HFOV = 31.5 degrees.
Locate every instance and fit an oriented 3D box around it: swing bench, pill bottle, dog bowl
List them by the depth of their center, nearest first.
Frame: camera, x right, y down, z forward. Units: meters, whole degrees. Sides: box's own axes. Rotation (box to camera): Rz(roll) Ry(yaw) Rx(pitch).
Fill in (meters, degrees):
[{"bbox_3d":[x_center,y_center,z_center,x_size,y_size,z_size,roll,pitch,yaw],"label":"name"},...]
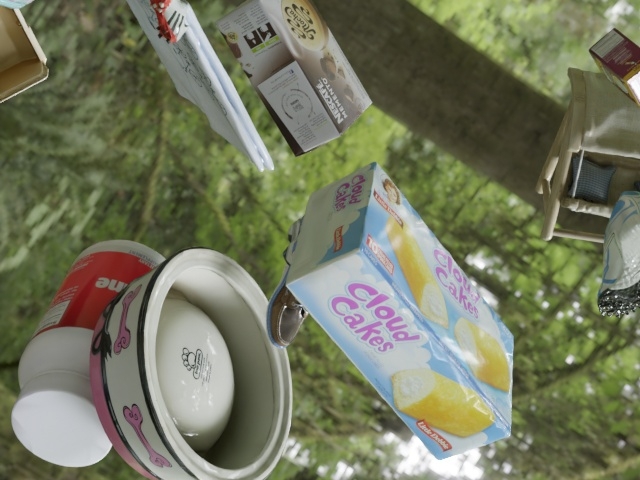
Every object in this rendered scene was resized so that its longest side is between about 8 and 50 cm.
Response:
[{"bbox_3d":[0.507,-0.127,1.849,0.165,0.253,0.254,-83,-179,-53],"label":"swing bench"},{"bbox_3d":[-0.218,0.223,1.887,0.150,0.408,0.408,-15,-149,29],"label":"dog bowl"},{"bbox_3d":[-0.396,0.197,2.019,0.229,0.229,0.407,-51,-166,32],"label":"pill bottle"}]

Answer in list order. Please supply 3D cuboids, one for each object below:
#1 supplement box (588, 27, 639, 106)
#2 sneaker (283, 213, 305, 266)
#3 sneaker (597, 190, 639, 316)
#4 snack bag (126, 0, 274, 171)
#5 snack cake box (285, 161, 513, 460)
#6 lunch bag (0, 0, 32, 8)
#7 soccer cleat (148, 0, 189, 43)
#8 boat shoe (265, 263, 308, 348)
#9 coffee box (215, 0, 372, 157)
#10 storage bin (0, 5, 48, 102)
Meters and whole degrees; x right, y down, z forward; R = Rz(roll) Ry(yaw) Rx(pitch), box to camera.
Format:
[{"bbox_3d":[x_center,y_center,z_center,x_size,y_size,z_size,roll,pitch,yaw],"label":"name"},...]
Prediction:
[{"bbox_3d":[0.367,-0.206,1.352,0.043,0.055,0.083,-40,-138,7],"label":"supplement box"},{"bbox_3d":[0.000,0.000,1.570,0.081,0.080,0.211,-51,-160,16],"label":"sneaker"},{"bbox_3d":[0.474,0.025,1.747,0.086,0.085,0.237,-86,177,-47],"label":"sneaker"},{"bbox_3d":[-0.216,-0.285,1.735,0.037,0.323,0.342,-37,-138,-9],"label":"snack bag"},{"bbox_3d":[0.087,0.071,1.123,0.089,0.264,0.152,-26,-152,28],"label":"snack cake box"},{"bbox_3d":[-0.555,-0.518,1.835,0.108,0.279,0.224,-30,-178,12],"label":"lunch bag"},{"bbox_3d":[-0.147,-0.230,1.109,0.035,0.029,0.083,-43,151,-24],"label":"soccer cleat"},{"bbox_3d":[-0.041,0.096,1.941,0.066,0.066,0.183,-11,-122,47],"label":"boat shoe"},{"bbox_3d":[-0.047,-0.332,2.147,0.119,0.297,0.168,-22,-164,35],"label":"coffee box"},{"bbox_3d":[-0.671,-0.375,2.084,0.260,0.262,0.123,-30,-146,-12],"label":"storage bin"}]
